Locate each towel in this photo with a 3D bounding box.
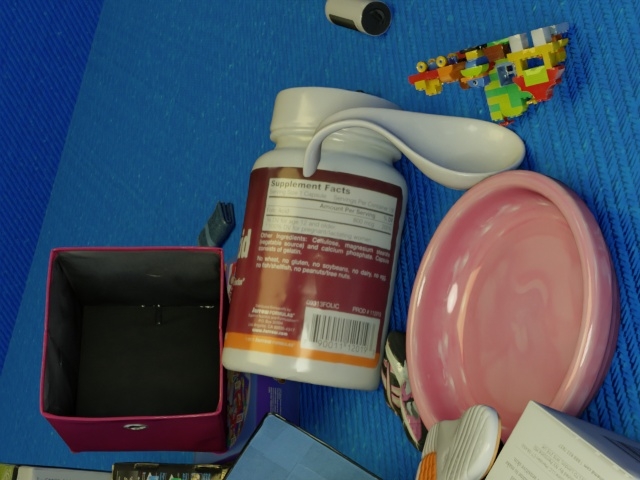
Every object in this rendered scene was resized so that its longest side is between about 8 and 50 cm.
[{"bbox_3d":[-0.203,-0.017,2.119,0.119,0.029,0.067,-52,38,38],"label":"towel"}]

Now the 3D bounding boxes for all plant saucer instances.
[{"bbox_3d":[0.220,0.089,1.245,0.332,0.084,0.332,-34,50,53],"label":"plant saucer"}]

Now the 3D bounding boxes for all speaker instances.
[{"bbox_3d":[0.059,-0.360,1.751,0.136,0.055,0.055,36,111,59],"label":"speaker"}]

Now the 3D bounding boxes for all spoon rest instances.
[{"bbox_3d":[0.113,-0.117,1.364,0.137,0.276,0.084,-70,-22,-53],"label":"spoon rest"}]

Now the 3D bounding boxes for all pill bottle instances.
[{"bbox_3d":[0.000,0.000,1.534,0.224,0.224,0.392,-4,76,61],"label":"pill bottle"}]

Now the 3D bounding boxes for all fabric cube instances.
[{"bbox_3d":[-0.267,0.173,1.662,0.258,0.254,0.259,97,172,-67],"label":"fabric cube"}]

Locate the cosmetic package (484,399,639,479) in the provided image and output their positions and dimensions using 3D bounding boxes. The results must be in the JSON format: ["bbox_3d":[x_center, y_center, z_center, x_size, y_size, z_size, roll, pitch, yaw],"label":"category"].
[{"bbox_3d":[0.205,0.353,0.992,0.365,0.197,0.155,-64,31,7],"label":"cosmetic package"}]

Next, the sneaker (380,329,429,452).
[{"bbox_3d":[0.119,0.204,1.418,0.178,0.072,0.077,-99,22,-48],"label":"sneaker"}]

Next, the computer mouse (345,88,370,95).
[{"bbox_3d":[0.009,-0.095,1.731,0.188,0.072,0.272,-8,60,63],"label":"computer mouse"}]

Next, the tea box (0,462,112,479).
[{"bbox_3d":[-0.417,0.521,1.977,0.323,0.329,0.220,-17,64,58],"label":"tea box"}]

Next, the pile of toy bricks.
[{"bbox_3d":[0.223,-0.193,1.358,0.212,0.118,0.105,-8,100,44],"label":"pile of toy bricks"}]

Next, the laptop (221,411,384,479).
[{"bbox_3d":[0.004,0.492,1.317,0.382,0.236,0.408,-59,33,32],"label":"laptop"}]

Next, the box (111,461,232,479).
[{"bbox_3d":[-0.214,0.500,1.739,0.293,0.073,0.295,-8,75,35],"label":"box"}]

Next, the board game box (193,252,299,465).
[{"bbox_3d":[-0.124,0.196,1.836,0.233,0.078,0.347,-32,52,53],"label":"board game box"}]

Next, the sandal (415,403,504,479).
[{"bbox_3d":[0.155,0.232,1.112,0.265,0.076,0.102,118,169,-70],"label":"sandal"}]
